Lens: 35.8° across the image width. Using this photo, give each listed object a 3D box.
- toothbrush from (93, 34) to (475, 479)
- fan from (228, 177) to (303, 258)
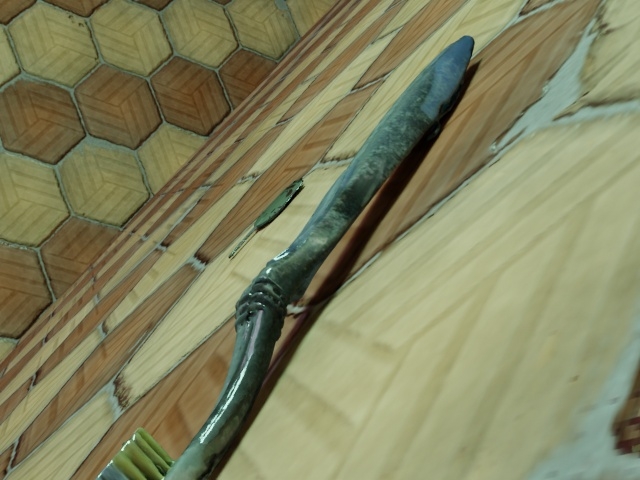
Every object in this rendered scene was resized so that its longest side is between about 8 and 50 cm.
[{"bbox_3d":[0.000,0.000,0.463,0.035,0.042,0.413,-35,13,44],"label":"toothbrush"},{"bbox_3d":[-0.043,-0.017,0.760,0.083,0.004,0.056,-48,11,-12],"label":"fan"}]
